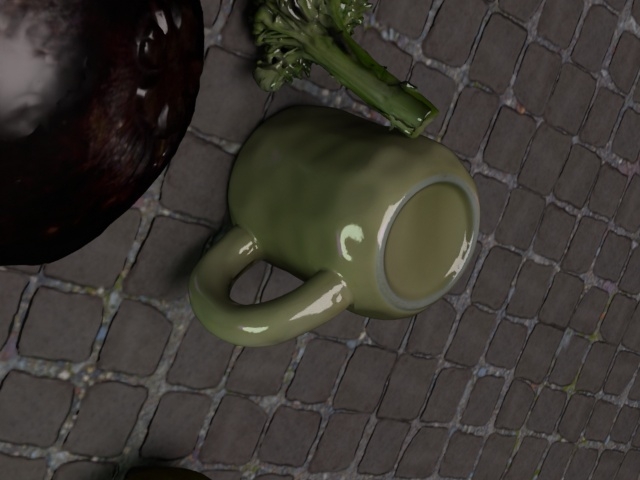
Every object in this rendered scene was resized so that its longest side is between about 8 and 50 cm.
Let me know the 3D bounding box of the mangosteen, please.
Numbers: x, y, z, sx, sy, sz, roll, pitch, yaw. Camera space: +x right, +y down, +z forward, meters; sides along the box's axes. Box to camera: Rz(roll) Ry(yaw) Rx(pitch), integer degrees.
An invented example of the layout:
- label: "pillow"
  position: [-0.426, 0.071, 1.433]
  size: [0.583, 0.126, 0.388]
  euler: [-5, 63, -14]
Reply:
- label: "mangosteen"
  position: [-0.222, -0.123, 0.618]
  size: [0.293, 0.297, 0.297]
  euler: [-9, 123, 9]

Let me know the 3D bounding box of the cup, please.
- label: "cup"
  position: [0.001, -0.019, 0.896]
  size: [0.255, 0.202, 0.173]
  euler: [-18, 120, -34]

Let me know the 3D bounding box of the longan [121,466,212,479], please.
- label: "longan"
  position: [-0.155, 0.288, 0.922]
  size: [0.145, 0.176, 0.154]
  euler: [20, 53, -8]

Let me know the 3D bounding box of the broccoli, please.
- label: "broccoli"
  position: [0.024, -0.164, 0.863]
  size: [0.122, 0.204, 0.118]
  euler: [-29, 156, -30]
